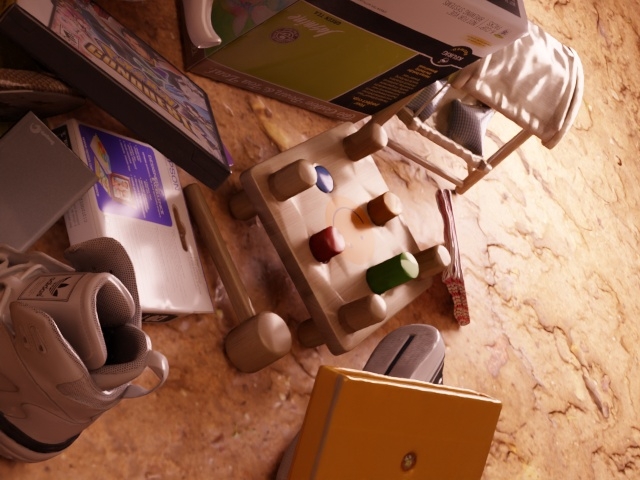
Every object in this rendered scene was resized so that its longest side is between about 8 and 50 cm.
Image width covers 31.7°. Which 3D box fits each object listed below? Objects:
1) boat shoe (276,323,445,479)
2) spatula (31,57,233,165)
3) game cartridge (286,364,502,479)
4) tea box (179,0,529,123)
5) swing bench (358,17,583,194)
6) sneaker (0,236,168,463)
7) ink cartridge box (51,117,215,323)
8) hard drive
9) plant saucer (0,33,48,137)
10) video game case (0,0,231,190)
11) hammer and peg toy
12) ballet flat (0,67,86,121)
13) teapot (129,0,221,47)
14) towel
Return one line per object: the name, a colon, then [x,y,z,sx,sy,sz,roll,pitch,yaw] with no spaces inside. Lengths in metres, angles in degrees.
boat shoe: [0.074,0.235,1.356,0.335,0.121,0.119,-43,121,-43]
spatula: [-0.211,-0.153,1.274,0.296,0.030,0.084,28,25,-51]
game cartridge: [0.058,0.309,1.231,0.285,0.053,0.323,17,92,-45]
tea box: [0.036,-0.336,1.465,0.329,0.324,0.219,12,62,-47]
swing bench: [0.227,-0.222,1.686,0.253,0.255,0.165,24,53,-40]
sneaker: [-0.291,0.027,0.967,0.366,0.210,0.137,52,39,-16]
ink cartridge box: [-0.202,-0.013,1.214,0.208,0.045,0.206,12,60,-67]
hard drive: [-0.295,-0.047,1.088,0.135,0.022,0.094,-45,112,-6]
plant saucer: [-0.366,-0.159,1.118,0.188,0.045,0.188,9,63,-47]
video game case: [-0.220,-0.189,1.206,0.275,0.035,0.248,37,14,-26]
hammer and peg toy: [0.000,0.000,1.395,0.361,0.127,0.265,-30,94,-53]
ballet flat: [-0.332,-0.150,1.056,0.250,0.084,0.058,-2,73,-44]
teapot: [-0.232,-0.359,1.255,0.252,0.256,0.187,74,33,-62]
towel: [0.188,0.027,1.621,0.197,0.029,0.144,66,17,-65]
